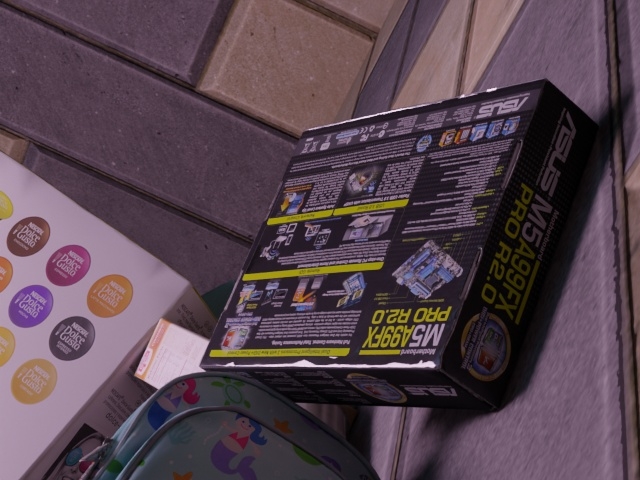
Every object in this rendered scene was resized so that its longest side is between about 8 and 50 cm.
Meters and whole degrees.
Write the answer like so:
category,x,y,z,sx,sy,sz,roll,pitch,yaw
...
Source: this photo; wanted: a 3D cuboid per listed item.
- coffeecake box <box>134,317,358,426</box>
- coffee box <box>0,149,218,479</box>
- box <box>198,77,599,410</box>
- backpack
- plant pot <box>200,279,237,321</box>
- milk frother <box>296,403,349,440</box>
category,x,y,z,sx,sy,sz,roll,pitch,yaw
coffeecake box,-0.076,0.148,1.395,0.185,0.142,0.068,17,80,59
coffee box,-0.309,0.163,1.637,0.334,0.338,0.338,-50,-30,-13
box,0.048,0.008,1.011,0.270,0.060,0.216,-7,55,52
backpack,-0.071,0.216,0.969,0.253,0.225,0.191,-56,1,-42
plant pot,-0.138,0.178,1.864,0.234,0.166,0.165,-48,-30,4
milk frother,-0.051,0.202,1.240,0.135,0.143,0.129,-89,17,-72
